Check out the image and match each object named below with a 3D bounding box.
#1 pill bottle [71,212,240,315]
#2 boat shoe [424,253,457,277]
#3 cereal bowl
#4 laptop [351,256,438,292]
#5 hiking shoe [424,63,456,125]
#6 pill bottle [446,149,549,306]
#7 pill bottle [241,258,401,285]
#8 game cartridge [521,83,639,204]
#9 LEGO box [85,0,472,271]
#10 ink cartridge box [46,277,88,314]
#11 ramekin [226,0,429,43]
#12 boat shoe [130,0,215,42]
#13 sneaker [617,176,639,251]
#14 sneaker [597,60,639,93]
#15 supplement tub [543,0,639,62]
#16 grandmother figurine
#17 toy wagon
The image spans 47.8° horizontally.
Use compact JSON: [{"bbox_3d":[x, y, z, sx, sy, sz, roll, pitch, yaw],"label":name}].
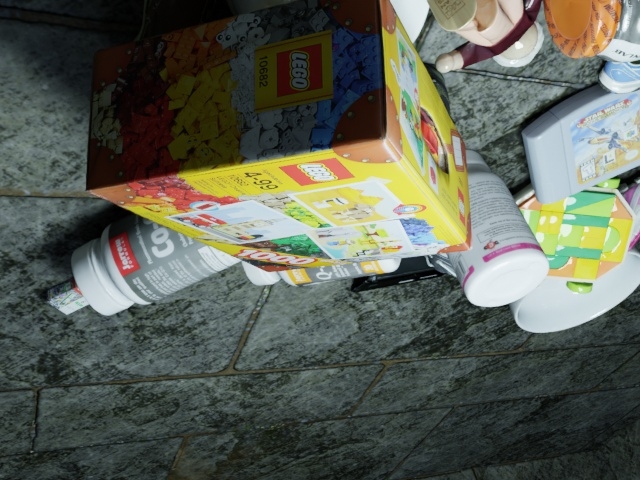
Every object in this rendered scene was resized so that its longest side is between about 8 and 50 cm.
[{"bbox_3d":[-0.282,0.016,1.278,0.283,0.161,0.161,-25,144,8],"label":"pill bottle"},{"bbox_3d":[0.264,0.020,1.515,0.301,0.108,0.102,25,133,-20],"label":"boat shoe"},{"bbox_3d":[0.615,0.081,1.791,0.339,0.141,0.339,-13,144,-9],"label":"cereal bowl"},{"bbox_3d":[0.195,0.015,1.623,0.234,0.136,0.264,-9,169,-13],"label":"laptop"},{"bbox_3d":[0.127,-0.245,1.159,0.227,0.114,0.086,7,137,-31],"label":"hiking shoe"},{"bbox_3d":[0.304,-0.030,1.380,0.160,0.283,0.160,-12,144,-9],"label":"pill bottle"},{"bbox_3d":[0.000,0.000,1.346,0.278,0.162,0.162,-11,147,18],"label":"pill bottle"},{"bbox_3d":[0.546,-0.207,1.408,0.297,0.062,0.198,-24,132,1],"label":"game cartridge"},{"bbox_3d":[-0.017,-0.109,1.015,0.372,0.193,0.500,-7,164,21],"label":"LEGO box"},{"bbox_3d":[-0.470,0.100,1.417,0.115,0.029,0.063,-25,144,8],"label":"ink cartridge box"},{"bbox_3d":[0.013,-0.335,0.972,0.277,0.135,0.277,-12,144,-9],"label":"ramekin"},{"bbox_3d":[-0.198,-0.280,0.981,0.095,0.095,0.257,6,137,-31],"label":"boat shoe"},{"bbox_3d":[0.709,-0.098,1.619,0.252,0.111,0.103,-52,155,-2],"label":"sneaker"},{"bbox_3d":[0.615,-0.325,1.306,0.211,0.080,0.081,-15,147,-7],"label":"sneaker"},{"bbox_3d":[0.524,-0.386,1.075,0.338,0.207,0.207,-15,144,-7],"label":"supplement tub"},{"bbox_3d":[0.255,-0.316,1.048,0.208,0.104,0.342,-32,168,25],"label":"grandmother figurine"},{"bbox_3d":[0.490,-0.020,1.556,0.344,0.068,0.267,5,112,-1],"label":"toy wagon"}]
